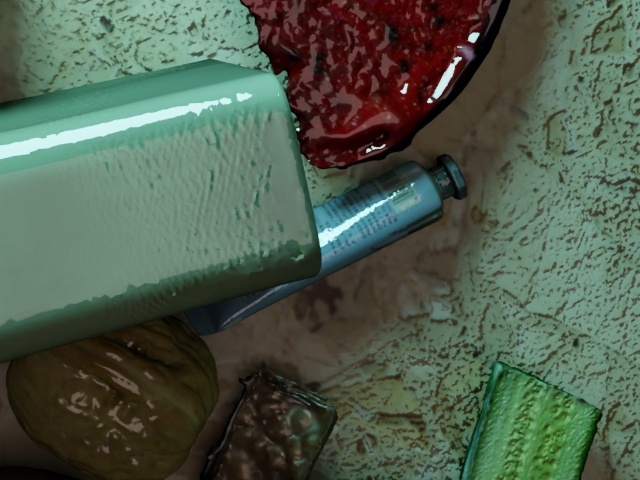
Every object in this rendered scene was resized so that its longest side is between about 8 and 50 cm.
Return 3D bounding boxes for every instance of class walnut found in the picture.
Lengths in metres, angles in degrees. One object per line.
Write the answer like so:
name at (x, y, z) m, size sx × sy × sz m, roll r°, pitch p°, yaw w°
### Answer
walnut at (-0.178, 0.119, 1.570) m, size 0.184 × 0.155 × 0.155 m, roll 31°, pitch 92°, yaw -15°

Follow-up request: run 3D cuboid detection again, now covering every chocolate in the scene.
chocolate at (-0.085, 0.275, 1.653) m, size 0.102 × 0.065 × 0.329 m, roll 26°, pitch 94°, yaw 20°

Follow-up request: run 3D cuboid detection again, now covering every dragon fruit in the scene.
dragon fruit at (0.046, -0.253, 1.583) m, size 0.282 × 0.100 × 0.344 m, roll -21°, pitch 104°, yaw -8°

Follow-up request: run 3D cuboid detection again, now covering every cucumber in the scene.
cucumber at (0.166, 0.235, 1.692) m, size 0.115 × 0.063 × 0.244 m, roll 16°, pitch 95°, yaw -18°

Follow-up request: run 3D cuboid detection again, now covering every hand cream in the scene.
hand cream at (0.000, 0.000, 1.628) m, size 0.271 × 0.091 × 0.058 m, roll -27°, pitch 134°, yaw -9°

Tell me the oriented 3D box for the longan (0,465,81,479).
longan at (-0.249, 0.283, 1.566) m, size 0.212 × 0.198 × 0.198 m, roll 18°, pitch 95°, yaw -33°

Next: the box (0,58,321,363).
box at (-0.206, -0.025, 1.448) m, size 0.343 × 0.352 × 0.177 m, roll -13°, pitch 100°, yaw -10°
